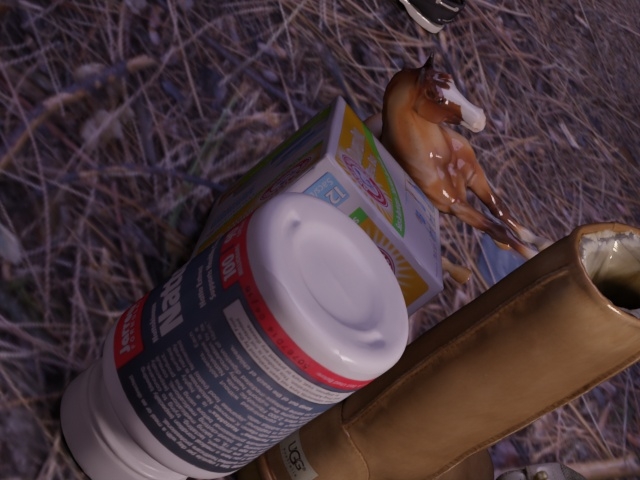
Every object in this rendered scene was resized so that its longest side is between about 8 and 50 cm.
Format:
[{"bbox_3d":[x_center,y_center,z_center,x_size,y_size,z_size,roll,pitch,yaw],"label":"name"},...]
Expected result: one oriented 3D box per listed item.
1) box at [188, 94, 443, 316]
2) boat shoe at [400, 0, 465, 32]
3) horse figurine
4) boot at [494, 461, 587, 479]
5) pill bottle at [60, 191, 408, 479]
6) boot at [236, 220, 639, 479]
[{"bbox_3d":[0.000,0.000,1.163,0.103,0.114,0.203,49,12,-9],"label":"box"},{"bbox_3d":[0.070,-0.224,1.622,0.125,0.038,0.046,38,33,-25],"label":"boat shoe"},{"bbox_3d":[0.077,-0.041,1.333,0.174,0.066,0.263,42,-9,-12],"label":"horse figurine"},{"bbox_3d":[0.144,0.225,1.229,0.213,0.077,0.165,10,50,-52],"label":"boot"},{"bbox_3d":[-0.052,0.064,1.016,0.108,0.180,0.108,35,35,-29],"label":"pill bottle"},{"bbox_3d":[0.114,0.091,1.128,0.236,0.269,0.089,0,59,-54],"label":"boot"}]
